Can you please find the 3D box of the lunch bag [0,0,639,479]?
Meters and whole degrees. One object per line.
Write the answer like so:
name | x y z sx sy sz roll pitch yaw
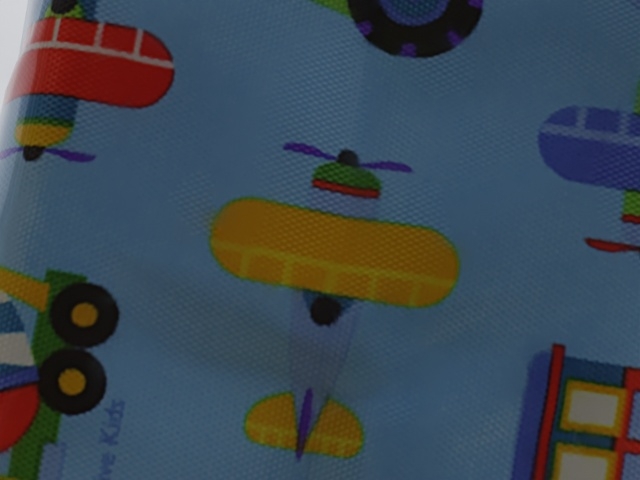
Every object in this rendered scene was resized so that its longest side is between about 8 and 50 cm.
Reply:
lunch bag | 0.000 0.000 0.473 0.138 0.221 0.293 10 -12 -2
